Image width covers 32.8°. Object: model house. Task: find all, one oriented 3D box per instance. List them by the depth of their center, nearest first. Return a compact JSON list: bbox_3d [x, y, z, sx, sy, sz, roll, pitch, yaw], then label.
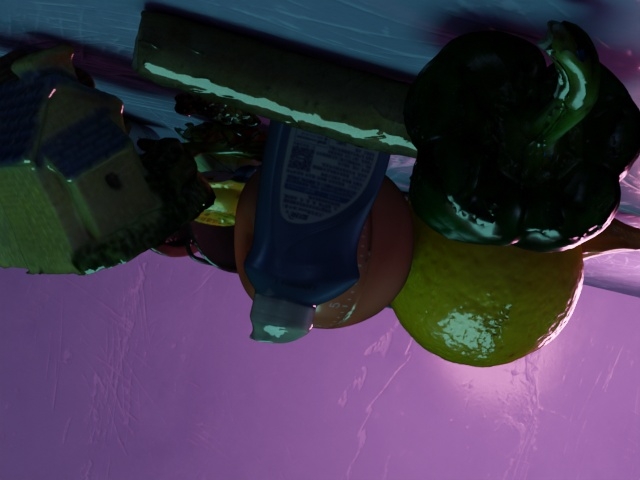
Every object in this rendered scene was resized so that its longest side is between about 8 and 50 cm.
[{"bbox_3d":[-0.318,-0.121,1.394,0.261,0.266,0.321,-38,-156,-34],"label":"model house"}]

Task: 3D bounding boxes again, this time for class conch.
[{"bbox_3d":[0.426,-0.010,1.679,0.330,0.093,0.109,-7,160,-3],"label":"conch"}]

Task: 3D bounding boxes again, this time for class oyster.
[{"bbox_3d":[-0.141,-0.174,1.461,0.086,0.029,0.132,15,177,-35],"label":"oyster"}]

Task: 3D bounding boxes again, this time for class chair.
[{"bbox_3d":[-0.230,-0.069,2.078,0.226,0.227,0.401,15,178,-30],"label":"chair"}]

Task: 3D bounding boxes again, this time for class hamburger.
[{"bbox_3d":[-0.097,-0.090,1.733,0.260,0.151,0.276,14,178,10],"label":"hamburger"}]

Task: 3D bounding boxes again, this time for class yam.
[{"bbox_3d":[0.004,-0.138,1.036,0.371,0.083,0.083,15,177,-9],"label":"yam"}]

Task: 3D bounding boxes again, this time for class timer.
[{"bbox_3d":[0.000,0.000,1.398,0.214,0.230,0.229,7,180,-19],"label":"timer"}]

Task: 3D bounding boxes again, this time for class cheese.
[{"bbox_3d":[-0.124,-0.068,1.553,0.156,0.064,0.250,12,161,-38],"label":"cheese"}]

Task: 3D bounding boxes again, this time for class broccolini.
[{"bbox_3d":[-0.119,-0.134,1.518,0.271,0.062,0.123,3,177,9],"label":"broccolini"}]

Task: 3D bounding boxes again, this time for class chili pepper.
[{"bbox_3d":[0.145,-0.073,0.803,0.173,0.165,0.261,25,175,-2],"label":"chili pepper"}]

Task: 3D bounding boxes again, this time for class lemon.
[{"bbox_3d":[0.222,0.036,1.483,0.293,0.293,0.293,13,177,1],"label":"lemon"}]

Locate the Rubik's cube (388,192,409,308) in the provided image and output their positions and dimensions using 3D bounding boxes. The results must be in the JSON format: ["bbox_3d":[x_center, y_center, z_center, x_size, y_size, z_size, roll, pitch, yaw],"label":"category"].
[{"bbox_3d":[0.143,0.023,2.144,0.224,0.222,0.231,13,177,19],"label":"Rubik's cube"}]

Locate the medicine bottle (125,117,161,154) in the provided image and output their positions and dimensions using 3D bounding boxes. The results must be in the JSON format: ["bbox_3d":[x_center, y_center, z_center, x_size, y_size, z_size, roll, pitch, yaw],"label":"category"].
[{"bbox_3d":[-0.401,-0.155,1.848,0.152,0.152,0.254,11,177,33],"label":"medicine bottle"}]

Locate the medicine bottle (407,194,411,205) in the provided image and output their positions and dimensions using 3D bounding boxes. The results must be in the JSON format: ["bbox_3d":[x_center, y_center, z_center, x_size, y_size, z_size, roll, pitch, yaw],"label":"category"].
[{"bbox_3d":[0.250,-0.014,1.918,0.212,0.122,0.122,12,177,4],"label":"medicine bottle"}]

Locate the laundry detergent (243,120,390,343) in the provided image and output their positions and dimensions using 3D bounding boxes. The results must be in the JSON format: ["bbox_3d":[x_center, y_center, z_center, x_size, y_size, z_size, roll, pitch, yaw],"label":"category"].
[{"bbox_3d":[-0.013,-0.021,1.239,0.143,0.290,0.094,16,176,-20],"label":"laundry detergent"}]
